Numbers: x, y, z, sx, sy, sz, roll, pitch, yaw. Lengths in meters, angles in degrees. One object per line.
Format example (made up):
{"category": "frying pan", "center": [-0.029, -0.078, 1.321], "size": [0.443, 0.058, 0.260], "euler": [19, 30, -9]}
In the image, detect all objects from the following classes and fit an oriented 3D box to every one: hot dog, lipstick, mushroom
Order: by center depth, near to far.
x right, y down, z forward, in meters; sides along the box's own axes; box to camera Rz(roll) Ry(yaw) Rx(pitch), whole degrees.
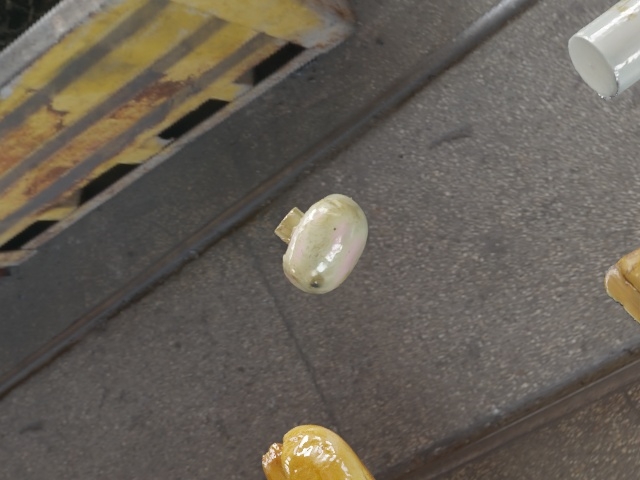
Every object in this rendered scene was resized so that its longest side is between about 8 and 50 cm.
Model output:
{"category": "hot dog", "center": [0.039, 0.242, 0.602], "size": [0.249, 0.068, 0.100], "euler": [51, 148, 25]}
{"category": "lipstick", "center": [0.306, -0.205, 0.645], "size": [0.264, 0.059, 0.059], "euler": [-36, 72, -3]}
{"category": "mushroom", "center": [0.000, 0.000, 0.672], "size": [0.067, 0.083, 0.083], "euler": [35, 108, 3]}

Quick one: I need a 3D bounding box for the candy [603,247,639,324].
{"category": "candy", "center": [0.389, -0.003, 0.819], "size": [0.271, 0.101, 0.143], "euler": [-59, 44, 33]}
